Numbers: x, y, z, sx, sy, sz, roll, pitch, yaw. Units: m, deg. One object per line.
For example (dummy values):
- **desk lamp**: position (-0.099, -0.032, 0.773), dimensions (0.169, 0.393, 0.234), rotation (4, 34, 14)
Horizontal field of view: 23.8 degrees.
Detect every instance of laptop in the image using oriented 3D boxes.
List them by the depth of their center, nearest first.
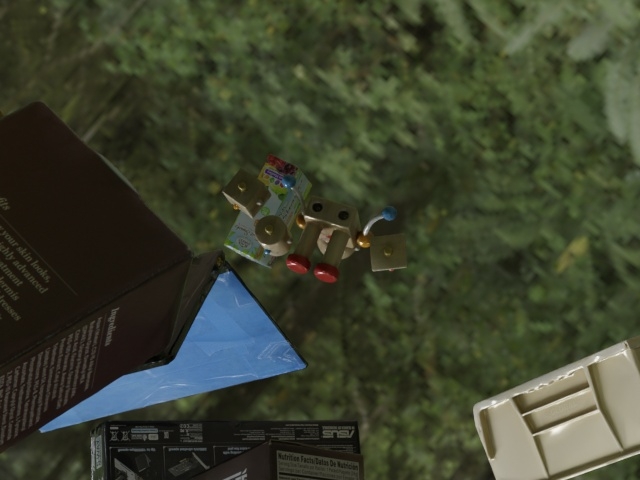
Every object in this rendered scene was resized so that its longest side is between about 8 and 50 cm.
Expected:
- **laptop**: position (-0.257, 0.177, 1.715), dimensions (0.408, 0.382, 0.236), rotation (-69, -39, -66)

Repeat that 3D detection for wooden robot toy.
- **wooden robot toy**: position (0.000, 0.000, 1.293), dimensions (0.173, 0.076, 0.079), rotation (18, 165, 16)

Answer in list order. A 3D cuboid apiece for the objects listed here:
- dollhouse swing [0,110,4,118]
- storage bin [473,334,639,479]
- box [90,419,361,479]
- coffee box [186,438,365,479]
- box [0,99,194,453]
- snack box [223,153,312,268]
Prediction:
- **dollhouse swing**: position (-0.482, -0.086, 1.234), dimensions (0.315, 0.305, 0.347), rotation (27, 157, 37)
- **storage bin**: position (0.361, 0.192, 1.814), dimensions (0.262, 0.260, 0.123), rotation (-11, -103, -45)
- **box**: position (-0.099, 0.326, 1.707), dimensions (0.308, 0.242, 0.076), rotation (2, 163, -21)
- **coffee box**: position (-0.042, 0.364, 1.492), dimensions (0.119, 0.297, 0.168), rotation (13, 151, -32)
- **box**: position (-0.299, 0.068, 1.092), dimensions (0.191, 0.381, 0.143), rotation (44, 144, 20)
- **snack box**: position (-0.051, -0.027, 1.521), dimensions (0.037, 0.100, 0.141), rotation (25, 177, 7)
